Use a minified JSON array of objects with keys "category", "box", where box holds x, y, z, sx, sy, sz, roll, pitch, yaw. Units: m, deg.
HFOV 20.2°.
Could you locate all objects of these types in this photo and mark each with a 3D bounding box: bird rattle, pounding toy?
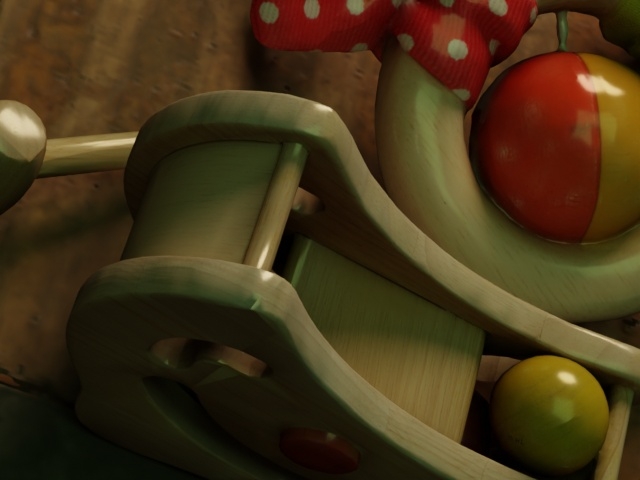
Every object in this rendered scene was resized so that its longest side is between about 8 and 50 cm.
[{"category":"bird rattle","box":[0.096,-0.070,0.726,0.253,0.143,0.207,-2,86,-24]},{"category":"pounding toy","box":[0.000,0.000,0.632,0.269,0.154,0.155,25,61,-15]}]
